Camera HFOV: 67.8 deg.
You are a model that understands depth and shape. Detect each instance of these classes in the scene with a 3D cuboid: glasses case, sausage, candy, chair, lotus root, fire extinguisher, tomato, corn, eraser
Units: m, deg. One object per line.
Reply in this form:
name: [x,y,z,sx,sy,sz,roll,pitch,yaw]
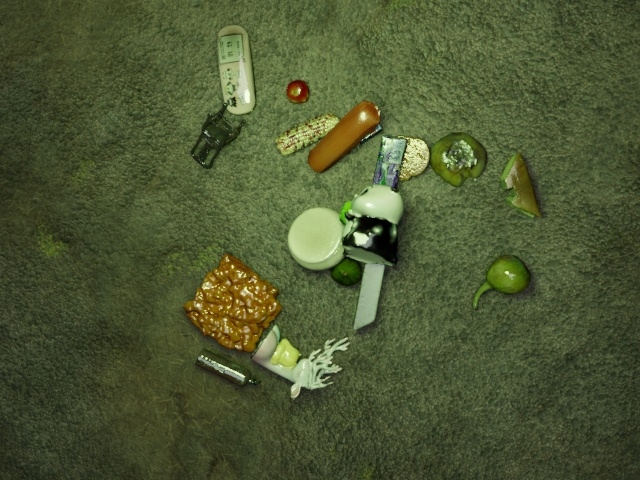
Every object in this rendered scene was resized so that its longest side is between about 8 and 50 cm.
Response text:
glasses case: [-0.307,-0.620,1.742,0.122,0.075,0.315,-4,97,9]
sausage: [0.071,-0.349,1.654,0.097,0.094,0.348,51,131,-1]
candy: [0.232,-0.219,1.704,0.088,0.061,0.313,13,109,5]
chair: [-0.388,-0.384,1.779,0.106,0.113,0.229,43,136,-2]
lotus root: [0.494,-0.290,1.689,0.203,0.078,0.183,33,99,0]
fire extinguisher: [-0.356,0.506,1.859,0.267,0.089,0.072,25,54,3]
tomato: [-0.083,-0.540,1.728,0.087,0.075,0.087,1,99,9]
corn: [-0.043,-0.393,1.733,0.253,0.086,0.086,-25,93,7]
eraser: [0.188,0.156,1.751,0.077,0.111,0.353,11,97,3]

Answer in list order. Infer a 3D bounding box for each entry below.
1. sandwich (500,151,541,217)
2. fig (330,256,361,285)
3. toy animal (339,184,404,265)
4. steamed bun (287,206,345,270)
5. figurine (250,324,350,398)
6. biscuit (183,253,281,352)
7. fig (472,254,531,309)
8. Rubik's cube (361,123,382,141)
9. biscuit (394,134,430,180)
sandwich: [0.688,-0.180,1.672,0.088,0.090,0.245,-21,96,4]
fig: [0.097,0.111,1.726,0.117,0.177,0.117,0,81,-1]
toy animal: [0.168,-0.061,1.600,0.212,0.212,0.267,8,74,6]
steamed bun: [0.000,0.000,1.733,0.231,0.145,0.232,-5,71,14]
figurine: [-0.074,0.441,1.772,0.315,0.206,0.284,35,109,-3]
biscuit: [-0.327,0.251,1.819,0.318,0.110,0.312,36,97,2]
fig: [0.632,0.157,1.715,0.245,0.149,0.149,-41,90,28]
Rubik's cube: [0.159,-0.409,1.705,0.092,0.092,0.092,-30,92,8]
biscuit: [0.308,-0.296,1.722,0.170,0.050,0.170,4,105,15]
